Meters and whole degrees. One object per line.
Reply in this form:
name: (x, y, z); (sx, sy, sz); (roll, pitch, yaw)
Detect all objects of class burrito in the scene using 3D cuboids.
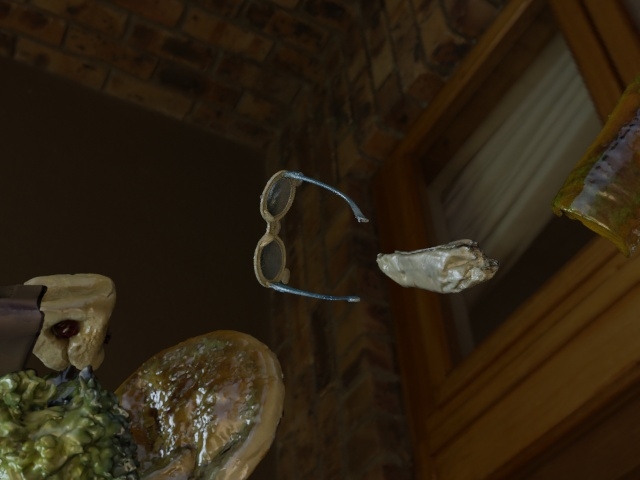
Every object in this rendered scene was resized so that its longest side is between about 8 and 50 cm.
burrito: (0.141, 0.032, 1.090); (0.058, 0.229, 0.063); (-26, -82, -20)

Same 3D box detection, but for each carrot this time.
carrot: (0.364, -0.117, 0.936); (0.114, 0.114, 0.301); (38, -102, 1)

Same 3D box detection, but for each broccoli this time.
broccoli: (-0.373, 0.326, 1.076); (0.281, 0.293, 0.347); (10, -107, -23)

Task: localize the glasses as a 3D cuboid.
glasses: (-0.024, 0.000, 1.298); (0.088, 0.189, 0.221); (2, -169, -32)

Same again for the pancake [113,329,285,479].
pancake: (-0.222, 0.287, 1.372); (0.082, 0.387, 0.386); (58, -153, -32)

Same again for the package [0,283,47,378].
package: (-0.492, 0.167, 1.181); (0.062, 0.250, 0.204); (28, -166, 39)

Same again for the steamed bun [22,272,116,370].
steamed bun: (-0.424, 0.150, 1.476); (0.172, 0.155, 0.141); (-5, -156, -6)
